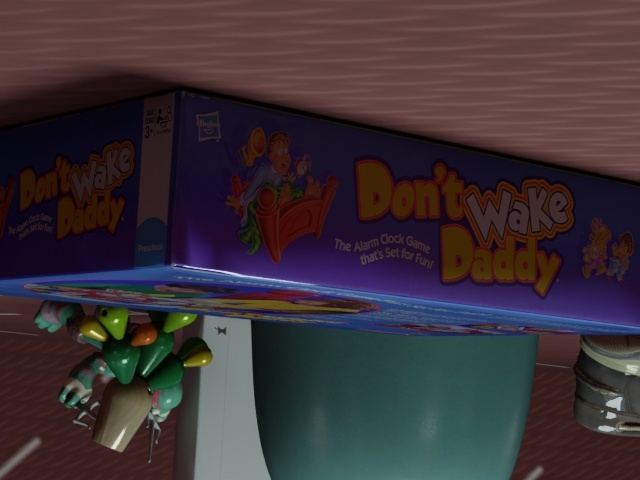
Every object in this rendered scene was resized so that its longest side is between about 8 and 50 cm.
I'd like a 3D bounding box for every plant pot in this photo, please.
[{"bbox_3d":[0.067,0.164,1.588,0.293,0.235,0.293,4,173,0],"label":"plant pot"}]

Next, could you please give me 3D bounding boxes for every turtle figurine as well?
[{"bbox_3d":[-0.213,0.141,1.785,0.175,0.118,0.234,35,-172,-48],"label":"turtle figurine"}]

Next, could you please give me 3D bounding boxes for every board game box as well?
[{"bbox_3d":[0.000,0.000,0.875,0.347,0.078,0.233,9,172,-39],"label":"board game box"}]

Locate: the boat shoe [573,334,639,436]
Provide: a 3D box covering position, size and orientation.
[{"bbox_3d":[0.397,0.162,1.722,0.355,0.130,0.132,13,-164,-31],"label":"boat shoe"}]

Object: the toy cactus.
[{"bbox_3d":[-0.183,0.116,1.605,0.112,0.180,0.219,22,173,13],"label":"toy cactus"}]

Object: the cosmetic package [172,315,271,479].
[{"bbox_3d":[-0.026,0.267,1.897,0.284,0.377,0.097,7,172,-23],"label":"cosmetic package"}]
